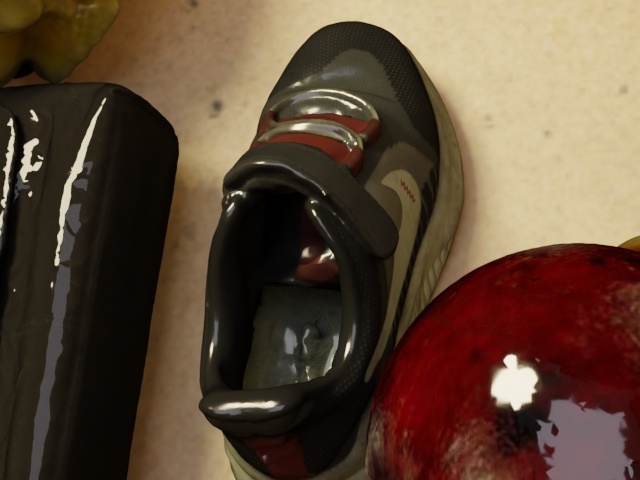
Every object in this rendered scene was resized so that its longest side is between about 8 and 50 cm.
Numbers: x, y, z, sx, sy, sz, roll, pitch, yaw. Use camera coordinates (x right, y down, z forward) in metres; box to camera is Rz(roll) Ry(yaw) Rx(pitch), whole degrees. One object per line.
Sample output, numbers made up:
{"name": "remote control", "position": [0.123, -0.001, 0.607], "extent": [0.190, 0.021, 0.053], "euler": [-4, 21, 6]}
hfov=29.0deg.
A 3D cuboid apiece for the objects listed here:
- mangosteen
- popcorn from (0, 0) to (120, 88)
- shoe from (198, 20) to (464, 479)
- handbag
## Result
{"name": "mangosteen", "position": [0.112, 0.083, 0.440], "extent": [0.200, 0.200, 0.199], "euler": [-5, 70, 14]}
{"name": "popcorn", "position": [-0.185, -0.163, 0.601], "extent": [0.218, 0.169, 0.189], "euler": [-8, 63, 24]}
{"name": "shoe", "position": [0.000, 0.000, 0.521], "extent": [0.099, 0.112, 0.227], "euler": [2, 73, 17]}
{"name": "handbag", "position": [-0.182, 0.049, 0.576], "extent": [0.223, 0.080, 0.246], "euler": [-1, 72, 25]}
